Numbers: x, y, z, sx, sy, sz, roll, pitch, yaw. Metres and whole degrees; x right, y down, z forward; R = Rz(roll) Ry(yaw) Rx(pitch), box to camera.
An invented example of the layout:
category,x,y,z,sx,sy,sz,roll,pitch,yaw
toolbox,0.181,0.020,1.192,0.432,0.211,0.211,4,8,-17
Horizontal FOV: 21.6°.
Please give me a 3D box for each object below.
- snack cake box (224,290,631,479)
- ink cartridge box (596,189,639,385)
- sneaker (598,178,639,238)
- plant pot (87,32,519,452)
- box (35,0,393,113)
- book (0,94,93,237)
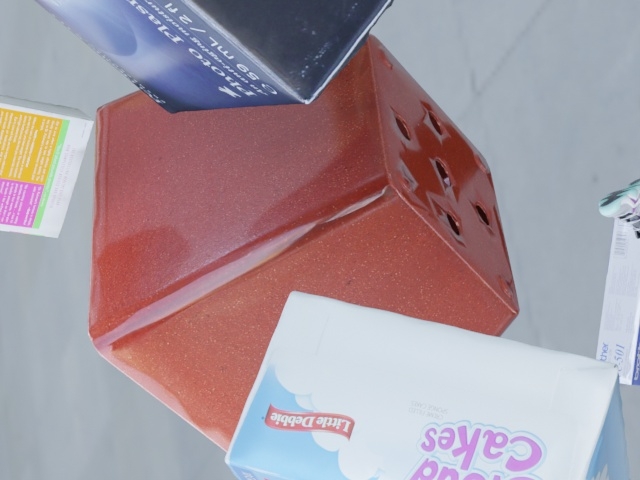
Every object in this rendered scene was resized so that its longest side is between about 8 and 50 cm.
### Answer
category,x,y,z,sx,sy,sz,roll,pitch,yaw
snack cake box,0.068,0.129,0.817,0.264,0.152,0.089,65,-137,-61
ink cartridge box,0.343,0.054,1.821,0.097,0.046,0.207,15,-97,-64
sneaker,0.296,-0.018,1.542,0.038,0.098,0.069,-17,94,43
plant pot,0.000,0.000,1.293,0.267,0.236,0.267,44,-153,-37
box,-0.111,-0.230,1.009,0.182,0.296,0.294,-53,17,-9
book,-0.243,-0.056,1.184,0.035,0.144,0.096,36,113,56
